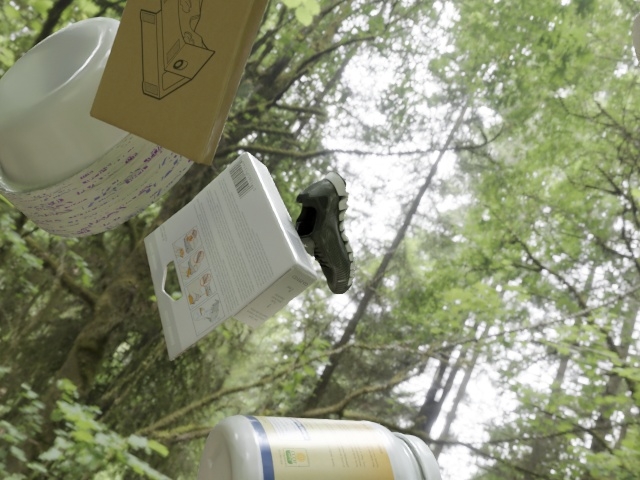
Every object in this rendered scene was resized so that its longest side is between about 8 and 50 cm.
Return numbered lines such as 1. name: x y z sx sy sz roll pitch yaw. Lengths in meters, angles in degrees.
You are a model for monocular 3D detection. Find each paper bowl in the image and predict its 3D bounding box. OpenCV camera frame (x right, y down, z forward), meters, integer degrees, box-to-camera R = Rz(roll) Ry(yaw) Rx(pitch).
1. paper bowl: -0.282 -0.156 0.783 0.284 0.284 0.148 7 -33 35

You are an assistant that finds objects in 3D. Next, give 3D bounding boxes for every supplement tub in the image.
1. supplement tub: -0.004 0.375 0.930 0.316 0.228 0.228 9 -20 -23

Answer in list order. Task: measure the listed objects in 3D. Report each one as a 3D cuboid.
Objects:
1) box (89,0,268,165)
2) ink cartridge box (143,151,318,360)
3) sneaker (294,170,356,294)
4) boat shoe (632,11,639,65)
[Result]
1. box: -0.127 -0.187 0.588 0.164 0.201 0.021 25 8 33
2. ink cartridge box: -0.165 0.027 1.086 0.066 0.261 0.296 38 19 -45
3. sneaker: 0.000 0.000 1.141 0.078 0.106 0.234 28 -48 49
4. boat shoe: 0.422 -0.188 0.716 0.184 0.063 0.066 53 -31 8
